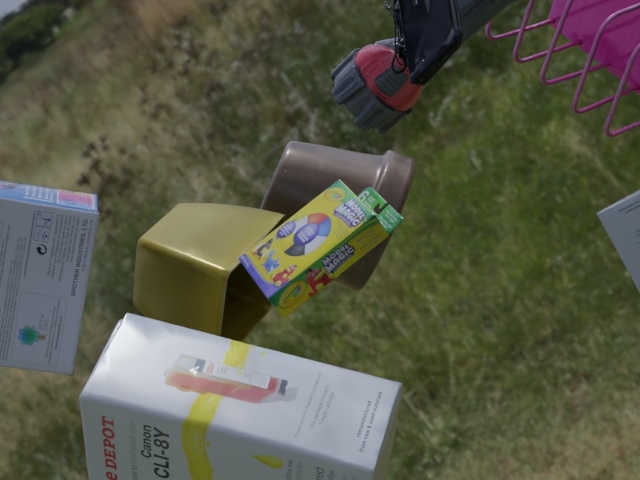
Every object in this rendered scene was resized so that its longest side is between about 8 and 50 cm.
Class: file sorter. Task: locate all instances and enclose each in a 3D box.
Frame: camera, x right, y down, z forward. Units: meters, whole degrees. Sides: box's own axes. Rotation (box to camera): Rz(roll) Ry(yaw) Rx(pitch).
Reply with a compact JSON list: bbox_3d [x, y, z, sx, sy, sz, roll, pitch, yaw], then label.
[{"bbox_3d":[0.422,-0.326,1.806,0.182,0.290,0.202,-22,-37,-29],"label":"file sorter"}]

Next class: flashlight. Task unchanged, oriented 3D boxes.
[{"bbox_3d":[0.145,-0.249,1.348,0.304,0.103,0.103,-40,-30,29],"label":"flashlight"}]

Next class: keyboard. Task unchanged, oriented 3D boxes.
[{"bbox_3d":[0.103,-0.233,1.122,0.100,0.038,0.192,-40,44,45],"label":"keyboard"}]

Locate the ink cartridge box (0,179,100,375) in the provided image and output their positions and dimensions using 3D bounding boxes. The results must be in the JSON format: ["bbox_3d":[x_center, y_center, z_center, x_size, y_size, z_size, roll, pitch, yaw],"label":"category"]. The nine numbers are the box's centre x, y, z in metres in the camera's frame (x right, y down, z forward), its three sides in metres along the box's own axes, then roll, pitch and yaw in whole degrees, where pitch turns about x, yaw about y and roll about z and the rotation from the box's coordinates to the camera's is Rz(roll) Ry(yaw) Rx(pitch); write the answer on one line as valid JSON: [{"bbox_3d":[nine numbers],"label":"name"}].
[{"bbox_3d":[-0.556,0.037,1.797,0.151,0.396,0.270,-138,58,-72],"label":"ink cartridge box"}]

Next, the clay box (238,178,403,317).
[{"bbox_3d":[0.000,0.000,1.688,0.222,0.053,0.127,-39,36,-2],"label":"clay box"}]

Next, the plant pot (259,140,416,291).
[{"bbox_3d":[0.019,-0.069,2.126,0.263,0.229,0.263,-158,90,-88],"label":"plant pot"}]

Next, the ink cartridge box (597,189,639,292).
[{"bbox_3d":[0.395,0.009,1.176,0.128,0.176,0.127,-26,-4,-23],"label":"ink cartridge box"}]

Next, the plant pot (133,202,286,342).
[{"bbox_3d":[-0.198,0.056,1.976,0.212,0.187,0.212,-50,-24,-51],"label":"plant pot"}]

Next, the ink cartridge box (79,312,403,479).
[{"bbox_3d":[-0.108,0.285,1.551,0.385,0.279,0.160,13,42,9],"label":"ink cartridge box"}]
